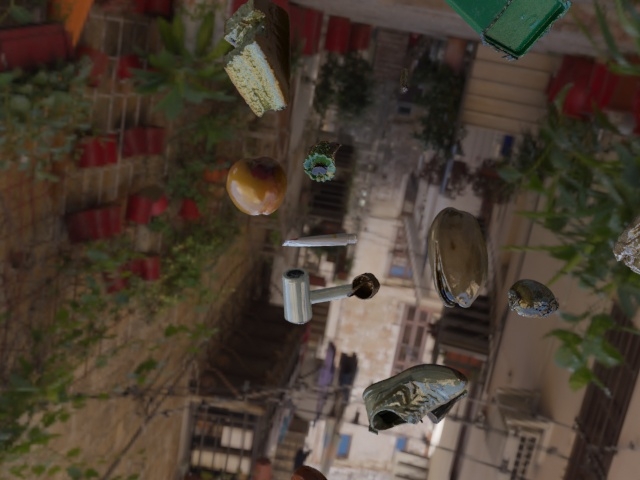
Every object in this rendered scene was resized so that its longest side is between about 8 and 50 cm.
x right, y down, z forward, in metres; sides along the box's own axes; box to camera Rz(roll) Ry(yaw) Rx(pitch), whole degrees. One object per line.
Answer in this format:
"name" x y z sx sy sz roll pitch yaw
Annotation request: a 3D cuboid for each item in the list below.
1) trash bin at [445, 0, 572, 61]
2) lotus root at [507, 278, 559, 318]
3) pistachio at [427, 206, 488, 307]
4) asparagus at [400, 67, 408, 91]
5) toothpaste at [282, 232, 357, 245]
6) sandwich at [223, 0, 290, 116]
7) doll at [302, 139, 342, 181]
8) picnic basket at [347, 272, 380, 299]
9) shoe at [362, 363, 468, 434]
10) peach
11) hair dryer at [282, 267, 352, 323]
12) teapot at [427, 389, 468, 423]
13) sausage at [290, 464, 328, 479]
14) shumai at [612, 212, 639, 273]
"trash bin" 0.413 -0.663 2.099 0.295 0.259 0.381 13 -142 -43
"lotus root" 0.484 0.134 1.884 0.165 0.088 0.088 16 -171 -39
"pistachio" 0.316 0.038 1.954 0.153 0.238 0.138 -3 175 -40
"asparagus" 0.222 -0.422 2.219 0.024 0.025 0.248 -14 -160 11
"toothpaste" 0.000 0.000 2.103 0.190 0.031 0.048 -4 166 -15
"sandwich" -0.136 -0.406 1.858 0.122 0.236 0.128 -24 151 37
"doll" 0.000 -0.197 1.866 0.078 0.113 0.076 -8 146 19
"picnic basket" 0.101 0.117 2.060 0.072 0.072 0.083 20 -161 30
"shoe" 0.205 0.351 1.849 0.103 0.275 0.098 32 -135 -30
"peach" -0.142 -0.121 1.884 0.138 0.138 0.138 9 -163 -3
"hair dryer" 0.022 0.129 2.144 0.236 0.131 0.073 -7 -154 -9
"teapot" 0.308 0.396 2.026 0.110 0.043 0.043 -33 -144 -22
"sausage" -0.006 0.480 1.523 0.089 0.089 0.179 2 -158 -25
"shumai" 0.790 0.020 1.749 0.267 0.314 0.262 -19 -113 -37
